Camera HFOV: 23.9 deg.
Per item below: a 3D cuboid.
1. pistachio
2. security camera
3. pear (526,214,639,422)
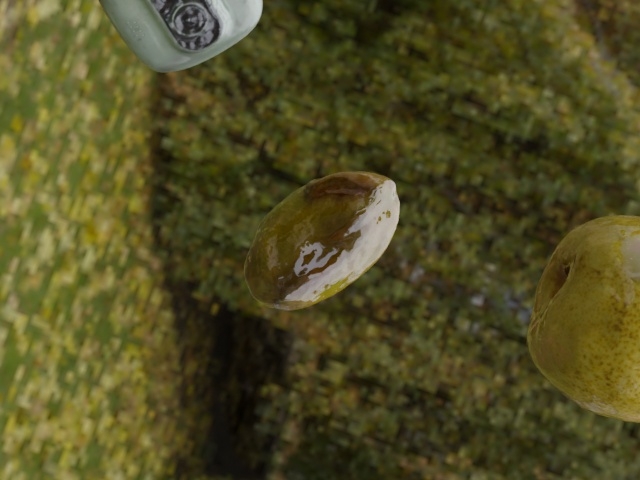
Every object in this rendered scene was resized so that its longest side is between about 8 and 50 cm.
[{"bbox_3d":[0.003,0.001,1.589,0.189,0.110,0.100,-43,-145,-6],"label":"pistachio"},{"bbox_3d":[-0.172,-0.297,1.436,0.301,0.157,0.080,57,9,-34],"label":"security camera"},{"bbox_3d":[0.259,0.067,1.227,0.178,0.178,0.178,-160,-90,-89],"label":"pear"}]
